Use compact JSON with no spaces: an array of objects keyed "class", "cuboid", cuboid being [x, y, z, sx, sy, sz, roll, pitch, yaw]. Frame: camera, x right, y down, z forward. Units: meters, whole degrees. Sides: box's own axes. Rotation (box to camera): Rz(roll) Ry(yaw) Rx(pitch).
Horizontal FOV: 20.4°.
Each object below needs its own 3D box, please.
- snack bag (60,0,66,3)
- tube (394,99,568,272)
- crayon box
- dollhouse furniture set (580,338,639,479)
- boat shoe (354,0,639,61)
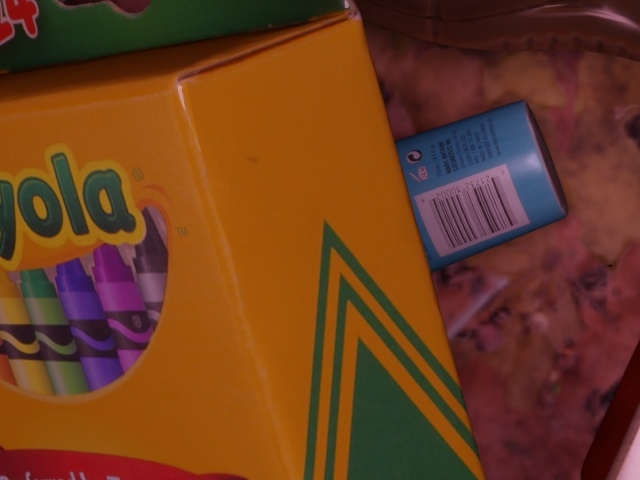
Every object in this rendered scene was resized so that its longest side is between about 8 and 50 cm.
[{"class":"snack bag","cuboid":[-0.254,-0.149,0.703,0.342,0.037,0.323,32,62,5]},{"class":"tube","cuboid":[0.000,0.000,0.759,0.207,0.052,0.080,-20,85,11]},{"class":"crayon box","cuboid":[-0.053,0.047,0.590,0.202,0.081,0.319,-3,107,47]},{"class":"dollhouse furniture set","cuboid":[0.139,0.079,0.641,0.135,0.259,0.262,23,92,-5]},{"class":"boat shoe","cuboid":[0.104,-0.147,0.713,0.342,0.123,0.123,16,122,10]}]
